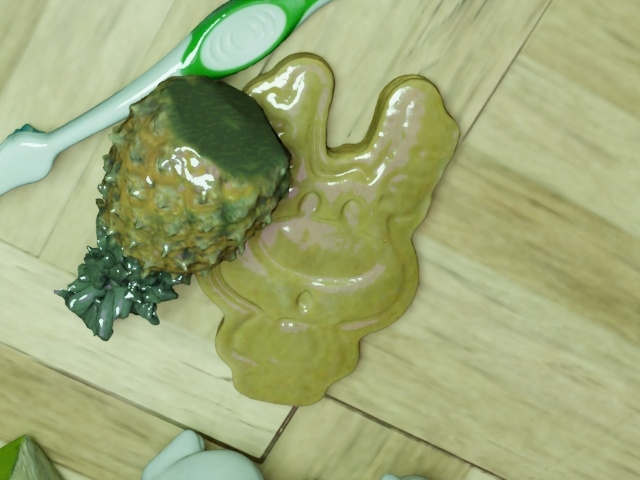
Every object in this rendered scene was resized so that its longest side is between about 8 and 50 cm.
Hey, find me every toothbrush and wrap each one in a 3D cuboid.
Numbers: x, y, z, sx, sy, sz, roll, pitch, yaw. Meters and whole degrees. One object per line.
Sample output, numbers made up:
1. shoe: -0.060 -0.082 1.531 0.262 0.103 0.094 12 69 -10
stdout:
1. toothbrush: -0.037 -0.127 0.781 0.418 0.040 0.042 -28 114 8

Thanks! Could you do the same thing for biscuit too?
1. biscuit: -0.004 0.000 0.843 0.144 0.040 0.236 14 109 -3

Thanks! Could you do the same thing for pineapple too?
1. pineapple: -0.099 -0.010 0.787 0.108 0.108 0.197 31 130 -15

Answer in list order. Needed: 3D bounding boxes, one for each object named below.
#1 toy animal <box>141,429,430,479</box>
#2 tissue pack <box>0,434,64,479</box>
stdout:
1. toy animal: 0.015 0.242 0.879 0.325 0.154 0.208 37 112 -22
2. tissue pack: -0.262 0.293 0.873 0.275 0.167 0.200 -29 110 9
